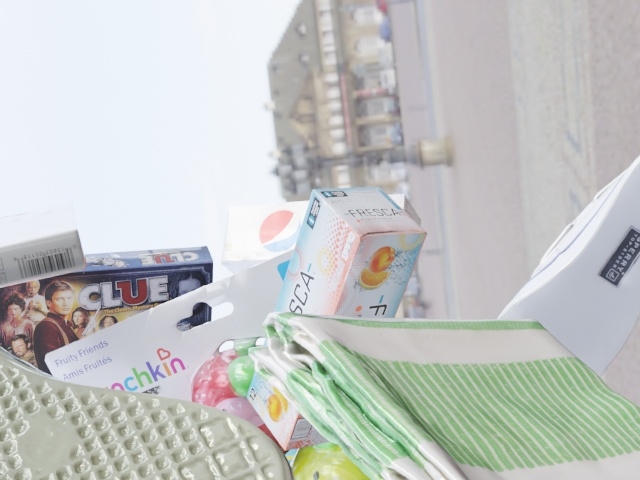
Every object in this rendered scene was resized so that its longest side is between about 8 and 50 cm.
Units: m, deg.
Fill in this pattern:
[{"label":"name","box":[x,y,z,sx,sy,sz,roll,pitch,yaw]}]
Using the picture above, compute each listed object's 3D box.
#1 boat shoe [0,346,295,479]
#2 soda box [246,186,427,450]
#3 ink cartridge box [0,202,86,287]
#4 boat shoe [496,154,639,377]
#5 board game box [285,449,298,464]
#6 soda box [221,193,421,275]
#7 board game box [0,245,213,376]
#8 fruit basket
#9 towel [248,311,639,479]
[{"label":"boat shoe","box":[-0.259,0.175,0.848,0.156,0.500,0.187,90,-162,-51]},{"label":"soda box","box":[0.007,0.055,0.736,0.063,0.058,0.183,48,129,41]},{"label":"ink cartridge box","box":[-0.309,0.008,1.051,0.179,0.145,0.045,-147,45,-74]},{"label":"boat shoe","box":[0.224,0.034,0.868,0.095,0.258,0.084,42,-171,5]},{"label":"board game box","box":[0.059,0.273,1.395,0.079,0.253,0.336,-93,8,-56]},{"label":"soda box","box":[0.000,0.000,1.203,0.069,0.216,0.074,47,-136,-58]},{"label":"board game box","box":[-0.248,0.094,1.232,0.042,0.243,0.165,-121,30,-57]},{"label":"fruit basket","box":[-0.056,0.211,1.027,0.165,0.327,0.353,-75,-39,-72]},{"label":"towel","box":[0.145,0.125,0.511,0.325,0.247,0.038,37,112,42]}]
